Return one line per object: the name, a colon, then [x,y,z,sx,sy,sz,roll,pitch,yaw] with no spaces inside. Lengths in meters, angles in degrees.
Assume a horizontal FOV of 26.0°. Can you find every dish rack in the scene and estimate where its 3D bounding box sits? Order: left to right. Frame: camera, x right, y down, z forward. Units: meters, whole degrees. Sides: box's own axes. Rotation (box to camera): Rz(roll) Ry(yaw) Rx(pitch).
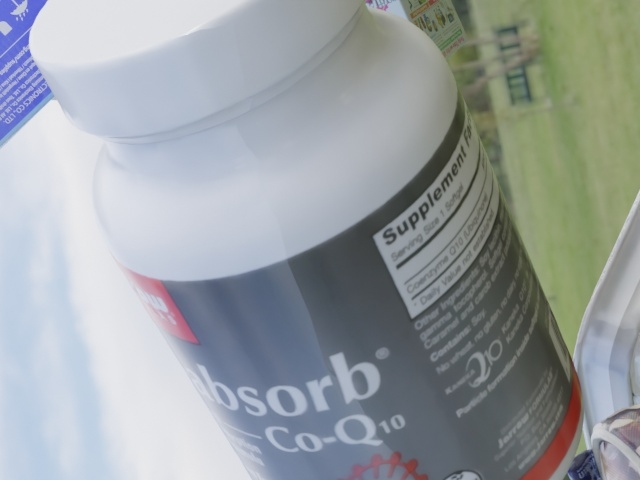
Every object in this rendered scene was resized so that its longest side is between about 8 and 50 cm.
dish rack: [0.313,0.021,1.174,0.333,0.072,0.285,-61,-25,-20]

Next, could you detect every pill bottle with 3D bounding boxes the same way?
pill bottle: [0.000,0.000,0.779,0.210,0.210,0.363,-92,-22,-55]

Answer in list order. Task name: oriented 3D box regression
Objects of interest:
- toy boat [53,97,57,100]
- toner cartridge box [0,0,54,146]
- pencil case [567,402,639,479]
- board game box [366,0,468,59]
toy boat: [-0.245,-0.256,1.325,0.231,0.151,0.151,-52,-11,-30]
toner cartridge box: [-0.247,-0.093,0.969,0.075,0.348,0.165,47,-172,-11]
pencil case: [0.377,0.099,0.955,0.160,0.410,0.183,54,169,19]
board game box: [0.096,-0.393,2.054,0.303,0.097,0.224,64,-153,-10]
